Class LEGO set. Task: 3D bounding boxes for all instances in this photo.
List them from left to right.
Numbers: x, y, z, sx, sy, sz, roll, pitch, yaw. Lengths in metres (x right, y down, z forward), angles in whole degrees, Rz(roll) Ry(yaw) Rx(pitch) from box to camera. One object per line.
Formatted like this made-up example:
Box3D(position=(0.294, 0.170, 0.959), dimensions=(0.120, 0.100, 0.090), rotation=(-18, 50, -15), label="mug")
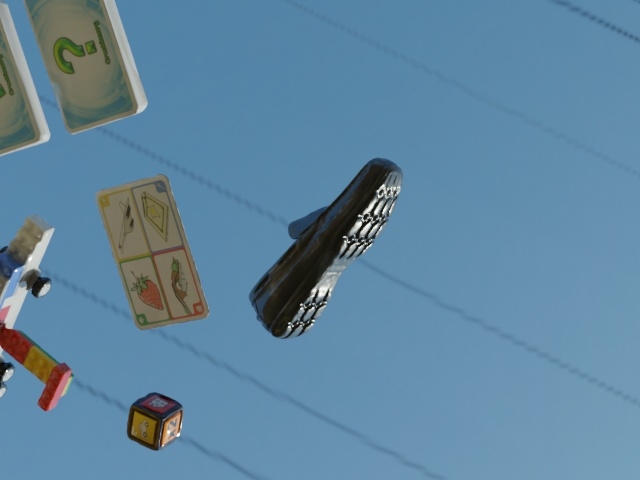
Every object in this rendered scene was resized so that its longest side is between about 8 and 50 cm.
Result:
Box3D(position=(-0.155, 0.001, 0.743), dimensions=(0.182, 0.060, 0.244), rotation=(-12, -81, 32), label="LEGO set")

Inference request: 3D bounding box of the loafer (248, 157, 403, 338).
Box3D(position=(0.000, 0.000, 1.466), dimensions=(0.078, 0.076, 0.223), rotation=(46, -68, 26), label="loafer")
